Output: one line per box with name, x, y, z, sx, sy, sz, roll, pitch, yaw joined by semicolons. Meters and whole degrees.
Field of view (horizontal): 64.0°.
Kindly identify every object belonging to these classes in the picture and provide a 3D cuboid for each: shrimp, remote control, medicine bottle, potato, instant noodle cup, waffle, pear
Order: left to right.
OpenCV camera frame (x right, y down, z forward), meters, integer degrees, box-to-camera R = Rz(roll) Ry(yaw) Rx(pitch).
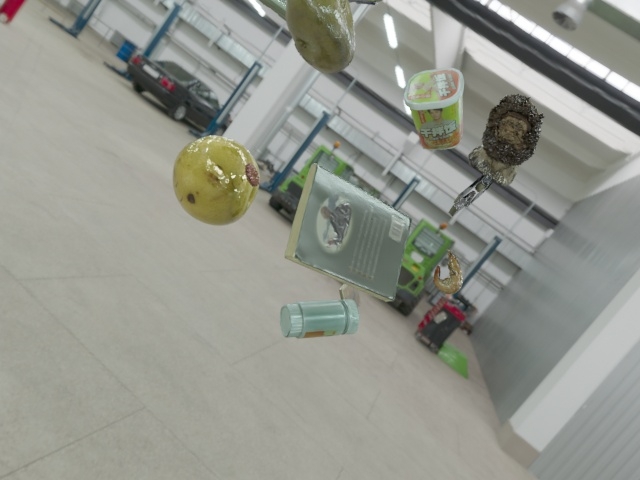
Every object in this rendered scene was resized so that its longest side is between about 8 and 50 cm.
pear;-0.398;-0.230;1.969;0.348;0.348;0.348;37;7;-5
waffle;-0.231;-0.222;1.722;0.083;0.029;0.075;56;24;-53
remote control;-0.123;-0.878;1.961;0.335;0.066;0.128;21;42;-44
medicine bottle;-0.007;0.337;2.203;0.318;0.158;0.158;1;24;-24
potato;0.009;-0.510;1.235;0.159;0.174;0.251;29;-22;33
instant noodle cup;0.559;-0.608;2.435;0.294;0.294;0.307;43;-14;42
shrimp;0.428;0.106;1.732;0.045;0.095;0.162;26;51;-46

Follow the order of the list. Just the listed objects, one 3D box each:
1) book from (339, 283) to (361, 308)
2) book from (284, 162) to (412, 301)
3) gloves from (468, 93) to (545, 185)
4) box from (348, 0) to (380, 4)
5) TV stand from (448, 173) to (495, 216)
book;0.145;0.270;2.444;0.242;0.018;0.170;-38;120;-65
book;0.089;-0.011;1.362;0.371;0.260;0.043;26;-19;-34
gloves;0.628;-0.345;1.721;0.135;0.312;0.210;-17;58;-35
box;0.145;-1.047;1.973;0.263;0.206;0.291;7;13;-12
TV stand;0.462;-0.142;1.578;0.042;0.036;0.249;43;49;15
